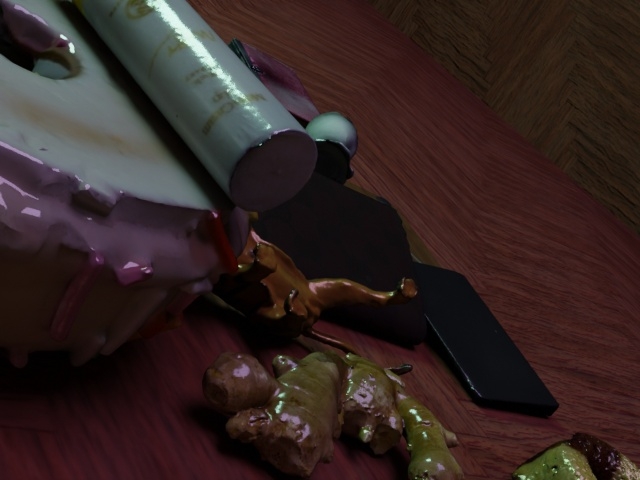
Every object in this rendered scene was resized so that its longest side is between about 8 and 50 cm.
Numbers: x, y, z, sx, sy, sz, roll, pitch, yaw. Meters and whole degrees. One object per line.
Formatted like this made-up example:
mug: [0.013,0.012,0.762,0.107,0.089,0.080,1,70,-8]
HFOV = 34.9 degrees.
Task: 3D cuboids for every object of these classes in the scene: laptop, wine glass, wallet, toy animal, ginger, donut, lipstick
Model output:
laptop: [0.149,0.095,1.029,0.135,0.016,0.197,16,32,-42]
wine glass: [0.008,-0.100,1.174,0.072,0.072,0.155,33,17,-6]
wallet: [0.000,0.000,0.944,0.229,0.049,0.182,22,38,-35]
toy animal: [-0.024,0.042,0.784,0.255,0.116,0.114,46,46,-21]
ginger: [0.011,0.118,0.696,0.193,0.052,0.176,36,15,-7]
wallet: [-0.060,-0.219,1.478,0.119,0.025,0.232,26,21,-30]
donut: [0.225,0.213,0.830,0.140,0.059,0.140,32,21,-14]
lipstick: [-0.092,-0.116,0.628,0.059,0.059,0.264,15,28,-48]
donut: [-0.215,-0.072,0.612,0.383,0.142,0.382,32,19,-12]

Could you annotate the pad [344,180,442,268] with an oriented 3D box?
pad: [0.025,-0.023,1.143,0.284,0.018,0.286,24,19,-31]
